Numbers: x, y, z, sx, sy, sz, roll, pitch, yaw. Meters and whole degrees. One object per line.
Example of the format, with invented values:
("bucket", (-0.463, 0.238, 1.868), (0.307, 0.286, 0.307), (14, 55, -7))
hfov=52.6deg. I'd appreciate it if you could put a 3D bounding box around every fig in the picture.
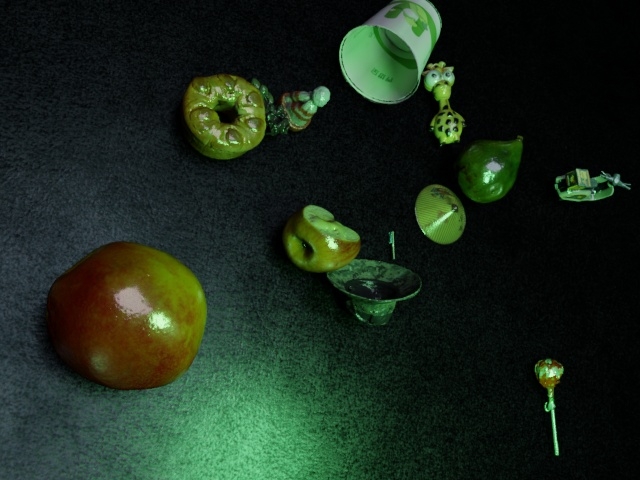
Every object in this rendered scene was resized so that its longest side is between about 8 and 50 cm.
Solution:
("fig", (0.527, -0.235, 1.984), (0.245, 0.195, 0.195), (-38, 98, 12))

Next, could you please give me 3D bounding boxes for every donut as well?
("donut", (-0.250, -0.316, 1.651), (0.227, 0.114, 0.226), (8, 72, -27))

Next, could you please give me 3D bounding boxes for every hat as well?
("hat", (0.132, 0.151, 1.710), (0.266, 0.265, 0.128), (-2, 110, -29))
("hat", (0.385, -0.089, 1.951), (0.193, 0.082, 0.192), (9, 72, -28))
("hat", (-0.040, -0.371, 1.754), (0.094, 0.162, 0.112), (-24, 92, -34))

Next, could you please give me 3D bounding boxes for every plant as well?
("plant", (-0.145, -0.355, 1.741), (0.174, 0.085, 0.087), (57, 18, 6))

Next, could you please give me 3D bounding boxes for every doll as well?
("doll", (0.390, -0.437, 2.050), (0.117, 0.086, 0.290), (-6, 76, 0))

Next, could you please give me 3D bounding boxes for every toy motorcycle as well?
("toy motorcycle", (0.925, -0.187, 2.229), (0.263, 0.157, 0.090), (1, 77, -27))

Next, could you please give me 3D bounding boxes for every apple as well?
("apple", (0.000, 0.000, 1.668), (0.195, 0.160, 0.173), (40, 43, 16))

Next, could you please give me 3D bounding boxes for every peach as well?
("peach", (-0.391, 0.161, 1.349), (0.332, 0.308, 0.307), (51, 58, -23))

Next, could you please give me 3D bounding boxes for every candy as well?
("candy", (0.707, 0.503, 1.967), (0.084, 0.078, 0.287), (-4, 80, 1))

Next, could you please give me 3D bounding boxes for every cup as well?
("cup", (0.224, -0.579, 1.923), (0.253, 0.253, 0.274), (44, 53, -11))

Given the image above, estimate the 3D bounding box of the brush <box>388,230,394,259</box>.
("brush", (0.205, 0.014, 1.861), (0.013, 0.016, 0.083), (2, 74, -15))
